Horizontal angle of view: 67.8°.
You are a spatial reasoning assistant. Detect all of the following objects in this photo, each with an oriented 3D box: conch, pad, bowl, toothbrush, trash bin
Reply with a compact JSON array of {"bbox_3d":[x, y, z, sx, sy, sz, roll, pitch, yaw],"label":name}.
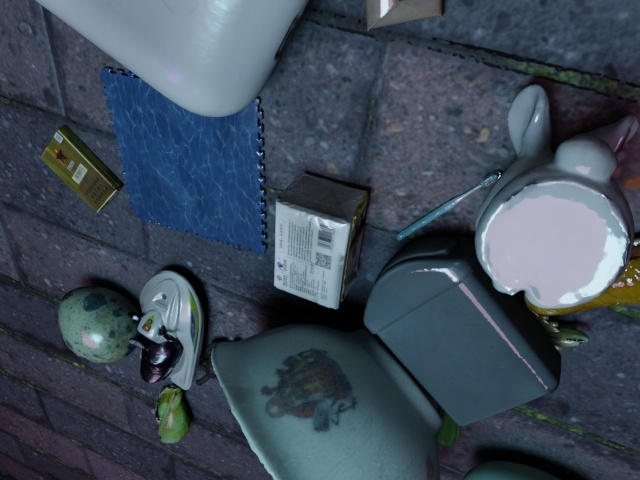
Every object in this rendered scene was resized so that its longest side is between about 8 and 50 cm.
[{"bbox_3d":[-0.364,0.432,1.162,0.095,0.079,0.201,17,113,31],"label":"conch"},{"bbox_3d":[-0.204,-0.114,0.732,0.269,0.012,0.270,14,128,17],"label":"pad"},{"bbox_3d":[0.050,0.261,0.715,0.196,0.435,0.435,-40,105,-5],"label":"bowl"},{"bbox_3d":[0.157,-0.040,0.608,0.167,0.014,0.011,-36,86,40],"label":"toothbrush"},{"bbox_3d":[0.174,0.110,0.626,0.236,0.101,0.176,50,124,1],"label":"trash bin"}]

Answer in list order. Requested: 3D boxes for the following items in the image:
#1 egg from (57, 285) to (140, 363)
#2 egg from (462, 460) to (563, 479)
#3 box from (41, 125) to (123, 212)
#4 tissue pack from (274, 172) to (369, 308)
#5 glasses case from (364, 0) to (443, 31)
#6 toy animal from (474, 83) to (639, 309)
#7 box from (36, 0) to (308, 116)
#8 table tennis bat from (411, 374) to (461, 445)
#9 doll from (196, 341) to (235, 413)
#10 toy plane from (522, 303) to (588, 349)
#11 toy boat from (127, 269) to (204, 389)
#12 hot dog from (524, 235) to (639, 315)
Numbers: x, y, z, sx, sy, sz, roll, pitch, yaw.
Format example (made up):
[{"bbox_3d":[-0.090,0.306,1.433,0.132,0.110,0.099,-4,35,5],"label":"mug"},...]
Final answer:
[{"bbox_3d":[-0.451,0.167,0.967,0.181,0.141,0.141,38,131,6],"label":"egg"},{"bbox_3d":[0.349,0.469,0.772,0.264,0.183,0.183,34,131,6],"label":"egg"},{"bbox_3d":[-0.410,-0.119,0.820,0.133,0.023,0.090,47,128,-11],"label":"box"},{"bbox_3d":[0.000,-0.001,0.656,0.106,0.099,0.149,19,129,15],"label":"tissue pack"},{"bbox_3d":[0.080,-0.292,0.428,0.102,0.070,0.194,5,125,21],"label":"glasses case"},{"bbox_3d":[0.224,-0.039,0.460,0.127,0.193,0.179,17,127,18],"label":"toy animal"},{"bbox_3d":[-0.173,-0.315,0.486,0.349,0.141,0.289,37,132,-3],"label":"box"},{"bbox_3d":[0.219,0.240,0.770,0.160,0.039,0.257,12,122,17],"label":"table tennis bat"},{"bbox_3d":[-0.183,0.266,0.969,0.139,0.057,0.165,41,126,-3],"label":"doll"},{"bbox_3d":[0.298,0.125,0.642,0.111,0.040,0.102,-6,122,31],"label":"toy plane"},{"bbox_3d":[-0.301,0.182,0.915,0.140,0.141,0.269,21,135,11],"label":"toy boat"},{"bbox_3d":[0.371,0.034,0.532,0.286,0.061,0.088,-24,122,38],"label":"hot dog"}]
